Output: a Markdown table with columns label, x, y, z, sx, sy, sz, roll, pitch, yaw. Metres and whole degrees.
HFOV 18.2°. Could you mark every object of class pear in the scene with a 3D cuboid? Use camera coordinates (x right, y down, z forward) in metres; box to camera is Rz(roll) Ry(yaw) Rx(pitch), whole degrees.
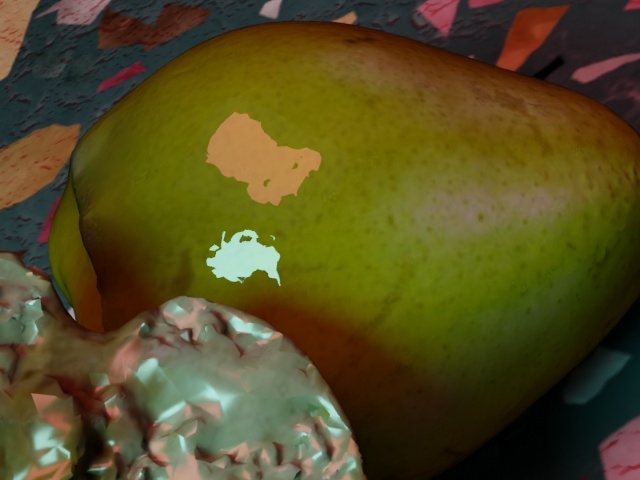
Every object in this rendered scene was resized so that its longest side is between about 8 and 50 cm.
| label | x | y | z | sx | sy | sz | roll | pitch | yaw |
| --- | --- | --- | --- | --- | --- | --- | --- | --- | --- |
| pear | 0.021 | -0.003 | 1.103 | 0.336 | 0.285 | 0.285 | -30 | 34 | -22 |

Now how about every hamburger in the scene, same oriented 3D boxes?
| label | x | y | z | sx | sy | sz | roll | pitch | yaw |
| --- | --- | --- | --- | --- | --- | --- | --- | --- | --- |
| hamburger | -0.121 | 0.247 | 0.925 | 0.268 | 0.287 | 0.445 | 8 | 71 | -5 |
